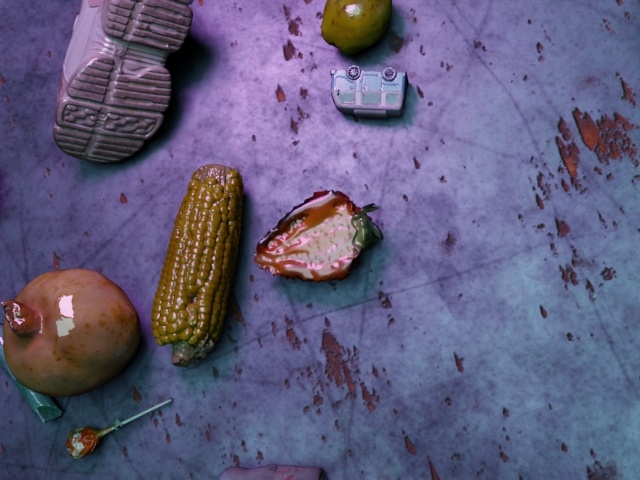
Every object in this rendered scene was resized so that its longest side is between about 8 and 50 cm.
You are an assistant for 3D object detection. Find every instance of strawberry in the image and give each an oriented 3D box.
[{"bbox_3d":[0.004,0.000,1.364,0.140,0.085,0.192,42,95,8],"label":"strawberry"}]

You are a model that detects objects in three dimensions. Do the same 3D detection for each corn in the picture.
[{"bbox_3d":[-0.187,0.038,1.380,0.119,0.119,0.322,10,77,13],"label":"corn"}]

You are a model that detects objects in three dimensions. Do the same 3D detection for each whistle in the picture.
[{"bbox_3d":[-0.487,0.218,1.446,0.039,0.039,0.186,-40,75,2],"label":"whistle"}]

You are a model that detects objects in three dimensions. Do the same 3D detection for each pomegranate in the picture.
[{"bbox_3d":[-0.382,0.143,1.361,0.207,0.207,0.207,-2,79,11],"label":"pomegranate"}]

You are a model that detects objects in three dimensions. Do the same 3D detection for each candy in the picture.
[{"bbox_3d":[-0.319,0.291,1.398,0.184,0.049,0.055,-26,32,-1],"label":"candy"}]

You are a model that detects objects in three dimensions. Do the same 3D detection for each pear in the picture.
[{"bbox_3d":[0.059,-0.361,1.410,0.107,0.107,0.131,41,97,15],"label":"pear"}]

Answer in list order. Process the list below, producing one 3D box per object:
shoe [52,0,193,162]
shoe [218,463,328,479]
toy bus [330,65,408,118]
[{"bbox_3d":[-0.334,-0.304,1.459,0.351,0.172,0.198,-60,37,15],"label":"shoe"},{"bbox_3d":[-0.028,0.378,1.294,0.251,0.103,0.100,26,86,9],"label":"shoe"},{"bbox_3d":[0.076,-0.234,1.406,0.123,0.060,0.075,4,84,10],"label":"toy bus"}]
